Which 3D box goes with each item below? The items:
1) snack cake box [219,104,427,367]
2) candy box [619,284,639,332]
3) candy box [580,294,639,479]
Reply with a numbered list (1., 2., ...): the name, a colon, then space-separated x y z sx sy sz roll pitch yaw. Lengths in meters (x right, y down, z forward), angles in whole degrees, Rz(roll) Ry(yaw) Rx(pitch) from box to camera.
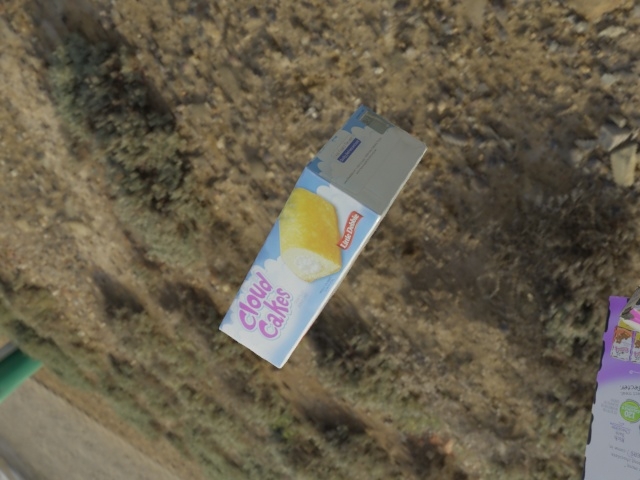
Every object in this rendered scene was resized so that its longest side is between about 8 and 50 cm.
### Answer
1. snack cake box: 0.000 0.000 0.905 0.089 0.152 0.264 33 131 3
2. candy box: 0.380 0.012 0.675 0.159 0.233 0.071 35 176 15
3. candy box: 0.347 0.161 0.784 0.165 0.070 0.196 9 88 53
